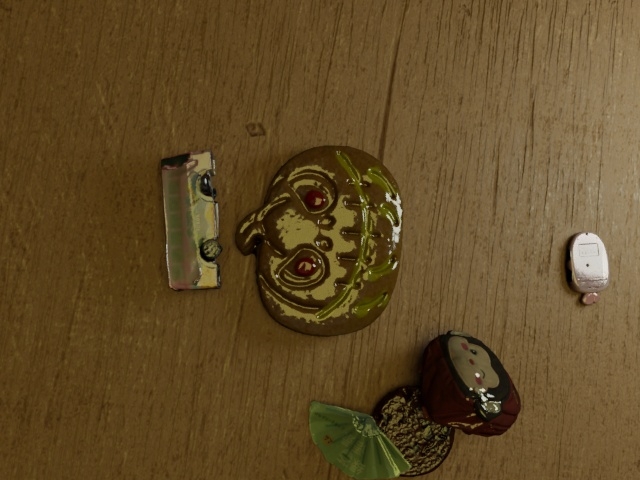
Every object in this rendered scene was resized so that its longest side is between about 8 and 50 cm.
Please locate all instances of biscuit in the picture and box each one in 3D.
[{"bbox_3d":[0.192,0.395,1.328,0.192,0.049,0.192,0,91,-6],"label":"biscuit"},{"bbox_3d":[0.001,-0.001,1.310,0.350,0.070,0.395,1,86,-10],"label":"biscuit"}]

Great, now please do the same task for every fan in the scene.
[{"bbox_3d":[0.072,0.413,1.299,0.240,0.009,0.131,31,96,5],"label":"fan"}]

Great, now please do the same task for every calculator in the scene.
[{"bbox_3d":[0.602,0.062,1.437,0.103,0.024,0.166,-3,86,-11],"label":"calculator"}]

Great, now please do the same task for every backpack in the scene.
[{"bbox_3d":[0.306,0.299,1.291,0.229,0.229,0.139,34,121,-6],"label":"backpack"}]

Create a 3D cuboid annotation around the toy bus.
[{"bbox_3d":[-0.250,-0.038,1.260,0.112,0.090,0.274,-4,85,-5],"label":"toy bus"}]
